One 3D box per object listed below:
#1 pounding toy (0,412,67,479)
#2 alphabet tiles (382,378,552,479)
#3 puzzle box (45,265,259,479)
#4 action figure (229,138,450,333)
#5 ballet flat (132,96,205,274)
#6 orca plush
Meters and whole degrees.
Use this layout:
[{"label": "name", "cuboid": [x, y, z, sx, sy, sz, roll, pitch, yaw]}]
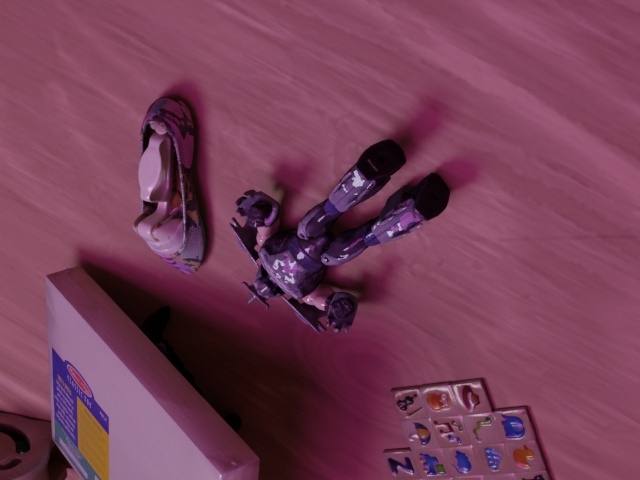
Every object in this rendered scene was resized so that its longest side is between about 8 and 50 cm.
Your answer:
[{"label": "pounding toy", "cuboid": [-0.417, 0.337, 1.766, 0.269, 0.154, 0.155, 8, 118, 25]}, {"label": "alphabet tiles", "cuboid": [0.168, 0.267, 1.509, 0.198, 0.009, 0.237, -11, 109, 32]}, {"label": "puzzle box", "cuboid": [-0.208, 0.242, 1.546, 0.409, 0.052, 0.272, 41, 137, 40]}, {"label": "action figure", "cuboid": [0.000, 0.000, 1.408, 0.185, 0.099, 0.285, 44, 131, -9]}, {"label": "ballet flat", "cuboid": [-0.177, -0.051, 1.485, 0.076, 0.079, 0.222, 12, 120, 22]}, {"label": "orca plush", "cuboid": [-0.153, 0.217, 1.629, 0.151, 0.102, 0.287, -155, 53, -72]}]
